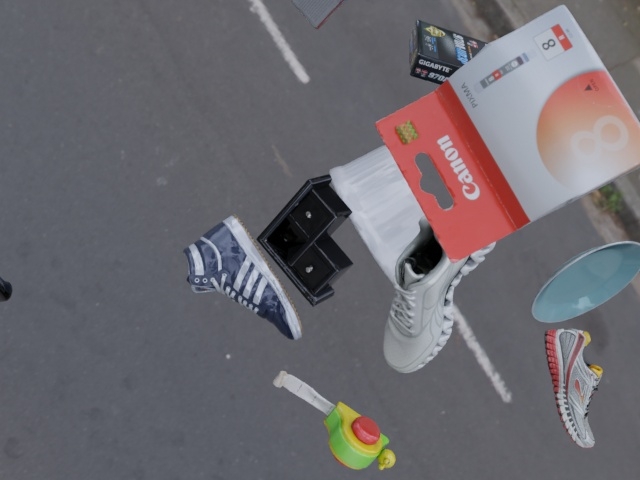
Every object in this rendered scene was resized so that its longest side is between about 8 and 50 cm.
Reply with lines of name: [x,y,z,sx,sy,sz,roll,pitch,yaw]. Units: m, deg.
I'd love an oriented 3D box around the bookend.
bookend: [0.000,0.000,1.291,0.157,0.156,0.072,50,30,11]

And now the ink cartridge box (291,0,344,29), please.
ink cartridge box: [0.088,-0.498,1.129,0.130,0.309,0.272,44,69,-10]

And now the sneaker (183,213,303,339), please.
sneaker: [-0.160,0.101,1.495,0.153,0.099,0.282,-30,78,-14]

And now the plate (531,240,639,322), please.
plate: [0.393,0.057,1.132,0.188,0.188,0.024,9,43,-40]

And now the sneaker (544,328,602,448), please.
sneaker: [0.475,0.272,1.399,0.088,0.093,0.225,-18,97,-73]

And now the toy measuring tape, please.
toy measuring tape: [0.027,0.417,1.708,0.330,0.121,0.121,35,43,-2]

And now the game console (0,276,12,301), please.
game console: [-0.622,-0.038,1.205,0.044,0.213,0.361,-45,111,-22]

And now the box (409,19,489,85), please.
box: [0.269,-0.366,1.539,0.175,0.051,0.220,17,33,-4]

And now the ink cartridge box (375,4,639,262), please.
ink cartridge box: [0.153,-0.086,0.621,0.145,0.179,0.045,63,3,10]

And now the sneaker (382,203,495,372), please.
sneaker: [0.144,0.072,1.107,0.118,0.292,0.110,-10,38,-45]

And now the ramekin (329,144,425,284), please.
ramekin: [0.144,-0.053,1.479,0.277,0.135,0.277,57,9,-13]
